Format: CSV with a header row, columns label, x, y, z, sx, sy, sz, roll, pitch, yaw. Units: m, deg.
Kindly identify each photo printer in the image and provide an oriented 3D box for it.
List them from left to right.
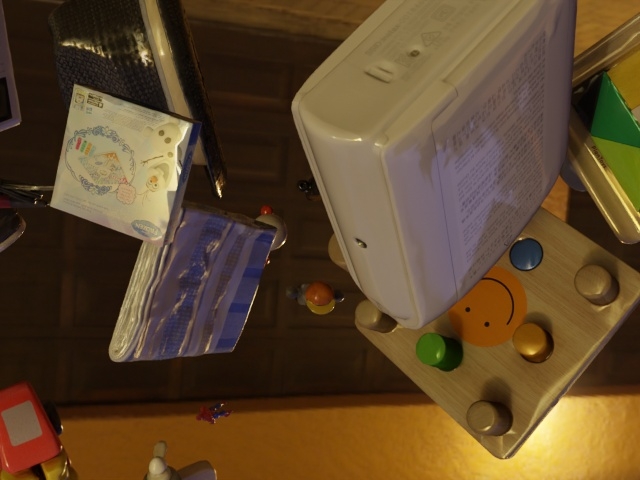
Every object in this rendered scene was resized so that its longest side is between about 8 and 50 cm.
label,x,y,z,sx,sy,sz,roll,pitch,yaw
photo printer,0.115,-0.076,0.663,0.107,0.256,0.307,33,161,31

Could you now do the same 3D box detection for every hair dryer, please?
label,x,y,z,sx,sy,sz,roll,pitch,yaw
hair dryer,-0.525,-0.058,1.081,0.293,0.080,0.223,-15,147,14

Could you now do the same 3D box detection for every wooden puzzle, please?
label,x,y,z,sx,sy,sz,roll,pitch,yaw
wooden puzzle,0.378,-0.138,0.830,0.238,0.221,0.044,-34,172,36

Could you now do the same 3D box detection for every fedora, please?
label,x,y,z,sx,sy,sz,roll,pitch,yaw
fedora,-0.211,-0.183,0.870,0.152,0.334,0.334,-15,-174,-5

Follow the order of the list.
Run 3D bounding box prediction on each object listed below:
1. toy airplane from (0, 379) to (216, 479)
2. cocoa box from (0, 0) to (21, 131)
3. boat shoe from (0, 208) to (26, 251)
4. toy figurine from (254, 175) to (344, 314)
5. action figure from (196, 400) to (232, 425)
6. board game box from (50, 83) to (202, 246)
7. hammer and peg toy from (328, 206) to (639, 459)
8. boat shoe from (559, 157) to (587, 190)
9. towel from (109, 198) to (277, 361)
label,x,y,z,sx,sy,sz,roll,pitch,yaw
toy airplane,-0.379,0.444,1.111,0.384,0.386,0.272,33,165,-28
cocoa box,-0.672,-0.250,1.145,0.227,0.232,0.347,16,-149,23
boat shoe,-0.627,0.040,1.229,0.112,0.095,0.335,14,-128,36
toy figurine,0.000,0.000,1.297,0.213,0.209,0.148,-37,-177,-12
action figure,-0.207,0.331,1.466,0.030,0.038,0.115,-35,165,10
board game box,-0.136,-0.052,0.532,0.090,0.090,0.020,20,-165,9
hammer and peg toy,0.164,0.039,0.913,0.361,0.266,0.127,42,-170,33
boat shoe,0.368,-0.159,0.973,0.081,0.227,0.079,-37,-116,-25
towel,-0.153,0.058,1.003,0.034,0.209,0.285,20,-178,23
